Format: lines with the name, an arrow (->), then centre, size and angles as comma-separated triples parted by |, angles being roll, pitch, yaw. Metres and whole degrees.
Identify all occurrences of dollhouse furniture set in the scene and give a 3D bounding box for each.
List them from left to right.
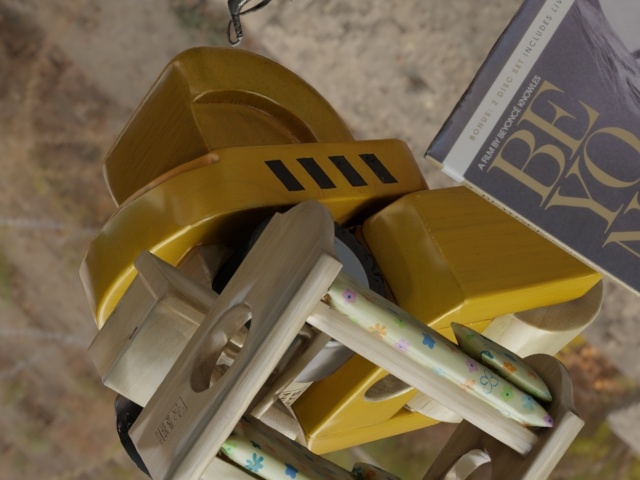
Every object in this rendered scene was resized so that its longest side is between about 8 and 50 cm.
dollhouse furniture set -> 0.027, 0.063, 0.660 | 0.182, 0.101, 0.161 | 33, -177, -21

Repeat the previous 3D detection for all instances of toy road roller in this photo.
toy road roller -> 0.000, 0.000, 1.188 | 0.202, 0.330, 0.240 | -48, 58, 44

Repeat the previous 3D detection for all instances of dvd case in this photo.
dvd case -> 0.188, -0.051, 0.919 | 0.221, 0.164, 0.018 | 33, 175, -1

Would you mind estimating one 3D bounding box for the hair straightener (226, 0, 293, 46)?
hair straightener -> 0.017, -0.228, 1.396 | 0.047, 0.230, 0.089 | 49, -174, 16
